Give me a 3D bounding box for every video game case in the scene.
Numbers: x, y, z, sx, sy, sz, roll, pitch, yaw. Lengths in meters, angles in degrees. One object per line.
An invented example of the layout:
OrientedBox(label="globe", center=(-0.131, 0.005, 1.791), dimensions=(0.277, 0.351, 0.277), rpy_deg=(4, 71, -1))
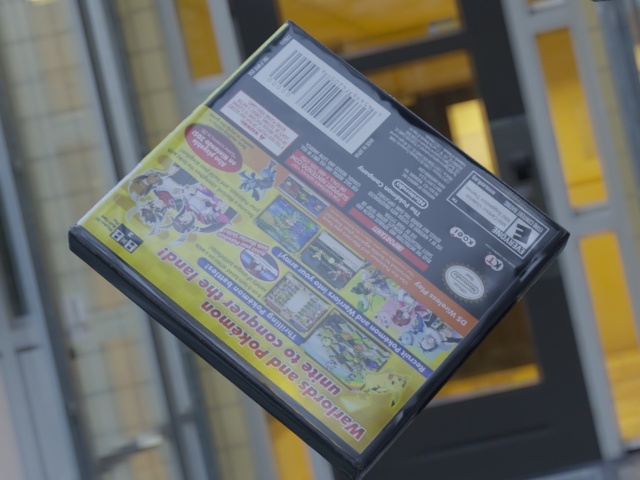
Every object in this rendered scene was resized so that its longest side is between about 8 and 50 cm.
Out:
OrientedBox(label="video game case", center=(0.000, 0.000, 1.385), dimensions=(0.248, 0.275, 0.035), rpy_deg=(-46, -14, -24))
